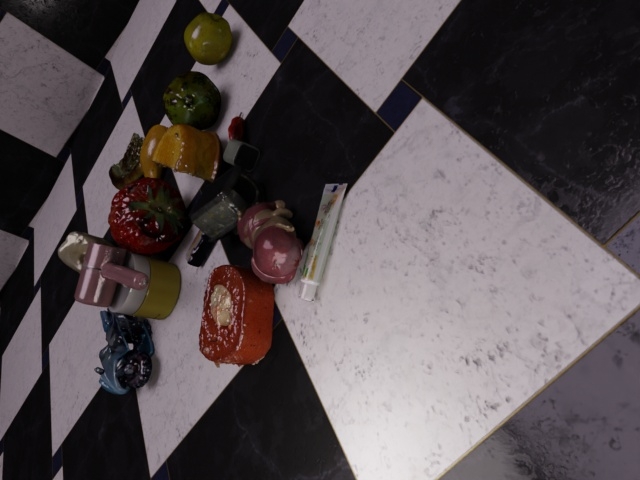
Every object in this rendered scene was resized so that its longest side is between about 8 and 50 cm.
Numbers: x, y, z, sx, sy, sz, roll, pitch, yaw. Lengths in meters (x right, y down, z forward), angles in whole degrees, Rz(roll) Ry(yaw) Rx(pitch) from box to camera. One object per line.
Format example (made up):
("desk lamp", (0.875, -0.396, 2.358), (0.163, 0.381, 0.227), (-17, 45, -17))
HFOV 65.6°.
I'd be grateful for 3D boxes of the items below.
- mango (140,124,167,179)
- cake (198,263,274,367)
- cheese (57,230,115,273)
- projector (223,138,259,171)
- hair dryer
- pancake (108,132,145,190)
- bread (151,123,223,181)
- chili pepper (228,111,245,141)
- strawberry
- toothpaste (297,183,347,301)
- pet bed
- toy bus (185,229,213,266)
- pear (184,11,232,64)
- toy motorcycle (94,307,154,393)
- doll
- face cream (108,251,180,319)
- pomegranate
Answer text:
("mango", (-0.724, -0.379, 2.163), (0.157, 0.109, 0.262), (6, 81, 44))
("cake", (-0.223, 0.208, 1.362), (0.176, 0.151, 0.283), (-2, 73, 35))
("cheese", (-1.018, 0.083, 2.284), (0.247, 0.251, 0.174), (34, 88, 12))
("projector", (-0.261, -0.281, 1.639), (0.082, 0.083, 0.083), (29, 97, 49))
("hair dryer", (-0.678, 0.131, 1.642), (0.352, 0.125, 0.211), (9, 83, 42))
("pancake", (-0.916, -0.384, 2.409), (0.426, 0.066, 0.305), (19, 87, 51))
("bread", (-0.475, -0.327, 1.804), (0.340, 0.194, 0.179), (25, 99, 53))
("chili pepper", (-0.292, -0.385, 1.726), (0.050, 0.059, 0.191), (-18, 40, 20))
("strawberry", (-0.662, -0.075, 1.852), (0.309, 0.291, 0.292), (-20, 60, 26))
("toothpaste", (0.000, 0.000, 1.272), (0.056, 0.058, 0.315), (91, -165, -79))
("pet bed", (-0.280, -0.102, 1.550), (0.210, 0.159, 0.183), (-28, 30, 36))
("toy bus", (-0.402, 0.005, 1.703), (0.172, 0.057, 0.072), (-58, 36, 12))
("pear", (-0.445, -0.801, 1.971), (0.198, 0.198, 0.198), (-20, 61, 41))
("toy motorcycle", (-0.741, 0.389, 1.830), (0.232, 0.172, 0.416), (-46, 55, 17))
("doll", (-0.127, 0.005, 1.332), (0.256, 0.152, 0.196), (-126, 21, -54))
("face cream", (-0.639, 0.168, 1.800), (0.218, 0.179, 0.218), (-20, 61, 41))
("pomegranate", (-0.504, -0.542, 1.911), (0.222, 0.204, 0.276), (-42, 48, 3))
